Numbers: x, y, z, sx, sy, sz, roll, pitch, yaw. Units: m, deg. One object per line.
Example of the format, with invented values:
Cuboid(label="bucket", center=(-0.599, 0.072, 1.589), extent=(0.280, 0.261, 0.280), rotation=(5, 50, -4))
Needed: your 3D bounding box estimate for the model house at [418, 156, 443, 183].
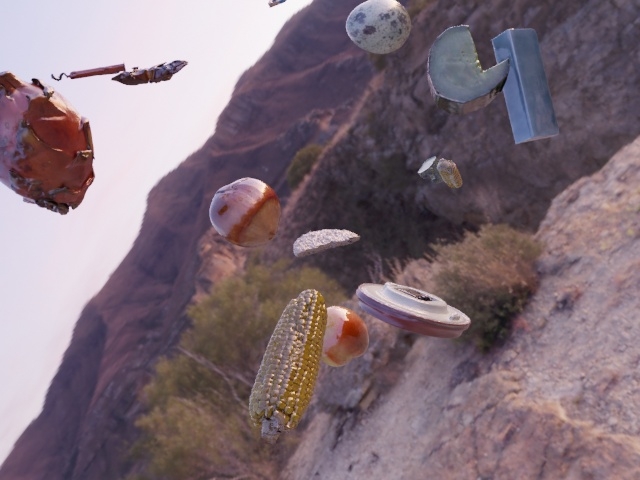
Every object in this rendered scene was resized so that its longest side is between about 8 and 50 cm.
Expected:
Cuboid(label="model house", center=(0.384, -0.228, 2.171), extent=(0.066, 0.083, 0.078), rotation=(-23, 26, 49))

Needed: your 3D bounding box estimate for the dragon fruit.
Cuboid(label="dragon fruit", center=(-0.626, -0.217, 1.420), extent=(0.250, 0.315, 0.250), rotation=(-35, 28, 22))

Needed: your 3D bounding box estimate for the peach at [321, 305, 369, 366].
Cuboid(label="peach", center=(0.055, 0.289, 1.956), extent=(0.184, 0.184, 0.184), rotation=(-54, 7, 9))

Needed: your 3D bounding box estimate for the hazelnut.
Cuboid(label="hazelnut", center=(-0.184, -0.064, 1.597), extent=(0.182, 0.182, 0.182), rotation=(-54, 7, 9))

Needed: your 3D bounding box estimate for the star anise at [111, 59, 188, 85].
Cuboid(label="star anise", center=(-0.466, -0.460, 1.784), extent=(0.213, 0.053, 0.157), rotation=(-16, 14, -9))

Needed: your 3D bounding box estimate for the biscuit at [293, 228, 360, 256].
Cuboid(label="biscuit", center=(0.002, -0.002, 2.251), extent=(0.133, 0.250, 0.032), rotation=(38, 137, 52))

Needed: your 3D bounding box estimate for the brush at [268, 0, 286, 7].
Cuboid(label="brush", center=(-0.058, -0.630, 1.628), extent=(0.164, 0.014, 0.051), rotation=(-19, 34, 15))

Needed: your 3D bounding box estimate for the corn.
Cuboid(label="corn", center=(-0.056, 0.244, 1.286), extent=(0.119, 0.119, 0.321), rotation=(-44, 22, 57))

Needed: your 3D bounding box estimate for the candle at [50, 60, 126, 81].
Cuboid(label="candle", center=(-0.537, -0.388, 1.493), extent=(0.167, 0.021, 0.026), rotation=(-13, -17, -11))

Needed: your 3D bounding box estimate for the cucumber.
Cuboid(label="cucumber", center=(0.329, -0.388, 1.496), extent=(0.191, 0.191, 0.130), rotation=(-54, -9, 2))

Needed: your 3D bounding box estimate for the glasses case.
Cuboid(label="glasses case", center=(0.497, -0.374, 1.546), extent=(0.105, 0.266, 0.056), rotation=(-12, -3, -2))

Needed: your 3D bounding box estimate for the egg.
Cuboid(label="egg", center=(0.142, -0.527, 1.587), extent=(0.172, 0.132, 0.132), rotation=(-10, -18, -28))

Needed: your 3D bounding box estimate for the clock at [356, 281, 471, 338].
Cuboid(label="clock", center=(0.252, 0.175, 1.751), extent=(0.318, 0.319, 0.080), rotation=(-95, 21, -80))

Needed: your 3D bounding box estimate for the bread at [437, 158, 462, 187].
Cuboid(label="bread", center=(0.286, -0.147, 1.415), extent=(0.033, 0.049, 0.088), rotation=(-53, -38, -7))
